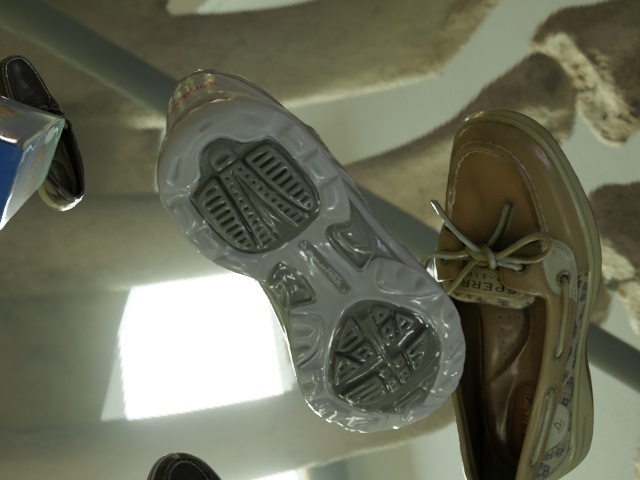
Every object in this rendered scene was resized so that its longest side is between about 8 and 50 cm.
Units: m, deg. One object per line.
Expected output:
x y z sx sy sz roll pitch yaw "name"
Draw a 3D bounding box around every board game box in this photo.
-0.229 -0.064 0.622 0.210 0.160 0.047 -122 -130 -78 "board game box"

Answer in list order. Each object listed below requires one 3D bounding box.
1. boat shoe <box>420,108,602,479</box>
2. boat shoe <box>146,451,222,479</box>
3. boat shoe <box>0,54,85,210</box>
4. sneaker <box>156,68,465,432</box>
0.129 0.055 0.786 0.104 0.089 0.285 4 -64 39 "boat shoe"
-0.115 0.315 1.178 0.306 0.113 0.105 -110 -153 -51 "boat shoe"
-0.372 -0.152 1.571 0.073 0.080 0.224 -14 -82 51 "boat shoe"
0.000 0.000 0.587 0.090 0.232 0.115 -28 -147 6 "sneaker"
